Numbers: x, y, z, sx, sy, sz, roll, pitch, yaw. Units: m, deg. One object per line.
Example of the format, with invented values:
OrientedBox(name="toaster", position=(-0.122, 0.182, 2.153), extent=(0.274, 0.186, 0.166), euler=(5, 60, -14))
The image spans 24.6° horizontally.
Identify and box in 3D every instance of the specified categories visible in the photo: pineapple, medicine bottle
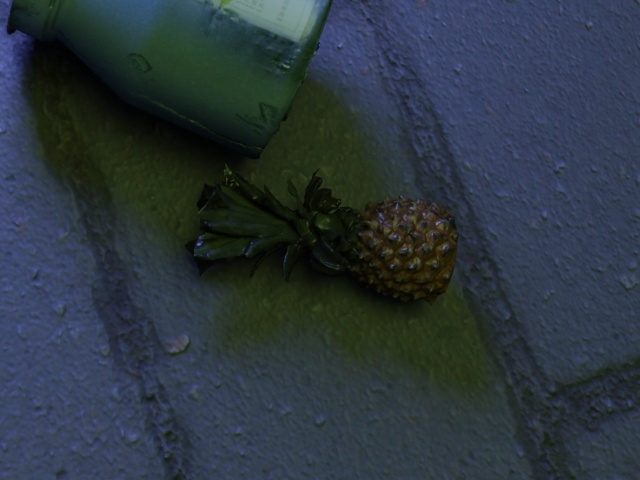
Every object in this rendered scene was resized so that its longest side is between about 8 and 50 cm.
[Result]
OrientedBox(name="pineapple", position=(0.000, 0.000, 1.524), extent=(0.277, 0.119, 0.130), euler=(11, 110, -13))
OrientedBox(name="medicine bottle", position=(-0.150, -0.246, 1.497), extent=(0.290, 0.245, 0.245), euler=(21, 63, -9))
